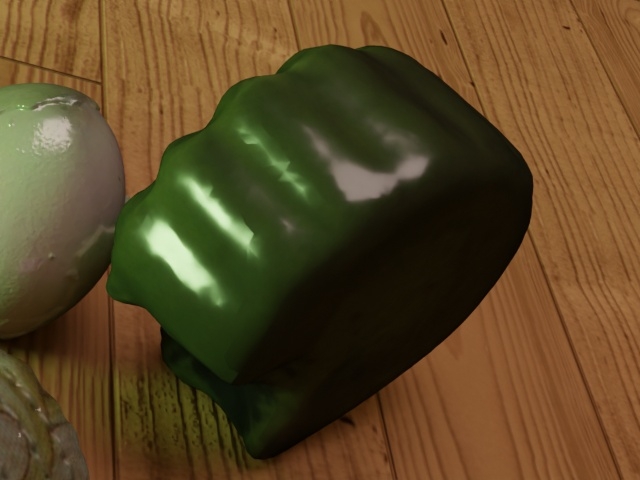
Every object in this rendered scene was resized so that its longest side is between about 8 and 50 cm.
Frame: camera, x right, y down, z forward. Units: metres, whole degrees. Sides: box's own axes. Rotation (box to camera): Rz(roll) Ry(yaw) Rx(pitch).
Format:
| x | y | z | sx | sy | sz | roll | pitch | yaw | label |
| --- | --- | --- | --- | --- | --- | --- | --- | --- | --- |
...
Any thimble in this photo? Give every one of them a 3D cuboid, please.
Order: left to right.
| x | y | z | sx | sy | sz | roll | pitch | yaw | label |
| --- | --- | --- | --- | --- | --- | --- | --- | --- | --- |
| -0.252 | 0.158 | 0.982 | 0.190 | 0.137 | 0.143 | 44 | 32 | -2 | thimble |

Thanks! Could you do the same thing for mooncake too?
| x | y | z | sx | sy | sz | roll | pitch | yaw | label |
| --- | --- | --- | --- | --- | --- | --- | --- | --- | --- |
| 0.000 | 0.000 | 1.165 | 0.351 | 0.351 | 0.187 | -14 | 52 | -45 | mooncake |

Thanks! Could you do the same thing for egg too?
| x | y | z | sx | sy | sz | roll | pitch | yaw | label |
| --- | --- | --- | --- | --- | --- | --- | --- | --- | --- |
| -0.244 | -0.031 | 1.162 | 0.183 | 0.217 | 0.183 | 21 | 33 | -15 | egg |
